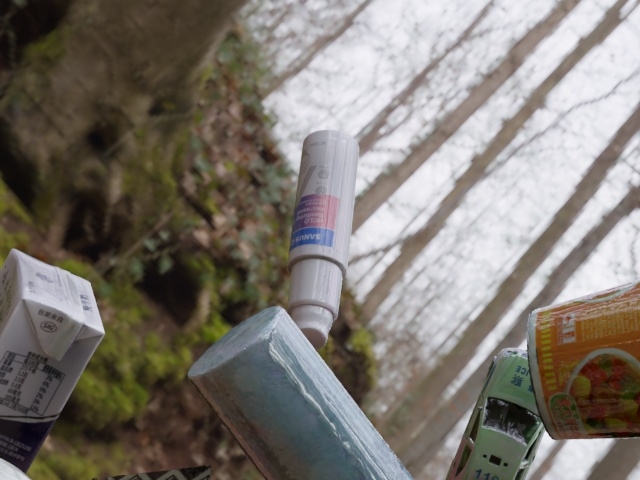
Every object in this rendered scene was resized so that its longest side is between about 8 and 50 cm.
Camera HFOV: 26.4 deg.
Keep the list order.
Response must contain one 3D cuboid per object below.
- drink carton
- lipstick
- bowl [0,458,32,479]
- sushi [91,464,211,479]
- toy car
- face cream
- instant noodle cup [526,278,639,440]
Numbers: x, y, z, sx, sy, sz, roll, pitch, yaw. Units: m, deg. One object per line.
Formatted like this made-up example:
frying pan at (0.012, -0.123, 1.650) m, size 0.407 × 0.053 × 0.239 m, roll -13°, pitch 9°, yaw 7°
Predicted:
drink carton at (-0.321, 0.137, 1.405) m, size 0.101 × 0.222 × 0.134 m, roll 26°, pitch 12°, yaw -22°
lipstick at (0.012, 0.100, 0.537) m, size 0.158 × 0.048 × 0.048 m, roll 53°, pitch -25°, yaw -10°
bowl at (-0.317, 0.262, 1.057) m, size 0.277 × 0.277 × 0.145 m, roll 32°, pitch -39°, yaw 28°
sushi at (-0.165, 0.280, 1.328) m, size 0.026 × 0.120 × 0.126 m, roll -124°, pitch -145°, yaw -53°
toy car at (0.215, 0.239, 1.624) m, size 0.090 × 0.224 × 0.076 m, roll 22°, pitch 5°, yaw 8°
face cream at (0.000, 0.000, 0.755) m, size 0.034 × 0.130 × 0.034 m, roll 5°, pitch -31°, yaw 3°
instant noodle cup at (0.275, 0.097, 1.134) m, size 0.185 × 0.168 × 0.168 m, roll -11°, pitch -52°, yaw 20°
